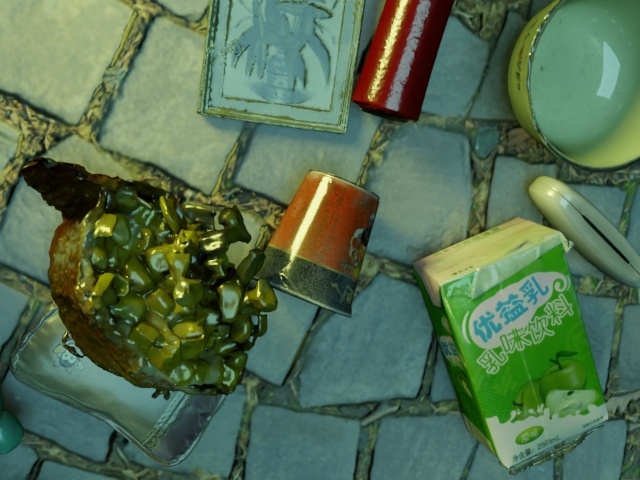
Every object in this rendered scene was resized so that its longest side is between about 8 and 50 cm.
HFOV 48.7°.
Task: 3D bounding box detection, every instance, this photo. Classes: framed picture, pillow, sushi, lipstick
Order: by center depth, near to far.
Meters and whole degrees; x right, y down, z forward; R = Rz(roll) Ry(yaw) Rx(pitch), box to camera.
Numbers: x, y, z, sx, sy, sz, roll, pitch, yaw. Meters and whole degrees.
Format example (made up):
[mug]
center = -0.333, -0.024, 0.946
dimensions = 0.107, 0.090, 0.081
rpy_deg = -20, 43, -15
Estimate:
[sushi]
center = -0.169, 0.042, 0.712
dimensions = 0.167, 0.179, 0.296
rpy_deg = -29, 101, -39
[lipstick]
center = 0.104, -0.249, 0.762
dimensions = 0.080, 0.080, 0.241
rpy_deg = 15, 98, -16
[framed picture]
center = -0.037, -0.240, 0.765
dimensions = 0.173, 0.010, 0.231
rpy_deg = 4, 101, -15
[pillow]
center = -0.219, 0.154, 0.795
dimensions = 0.232, 0.038, 0.131
rpy_deg = 37, 87, -16

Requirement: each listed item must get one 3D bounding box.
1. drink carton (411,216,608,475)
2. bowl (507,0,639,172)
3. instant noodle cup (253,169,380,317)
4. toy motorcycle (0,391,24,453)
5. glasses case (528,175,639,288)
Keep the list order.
[drink carton]
center = 0.237, 0.124, 0.860
dimensions = 0.161, 0.108, 0.271
rpy_deg = -23, 107, -7
[bowl]
center = 0.302, -0.188, 0.804
dimensions = 0.211, 0.112, 0.212
rpy_deg = -3, 103, -12
[instant noodle cup]
center = 0.002, 0.001, 0.778
dimensions = 0.127, 0.127, 0.136
rpy_deg = 23, 87, -17
[toy motorcycle]
center = -0.414, 0.183, 0.716
dimensions = 0.198, 0.109, 0.297
rpy_deg = -8, 113, -7
[glasses case]
center = 0.331, -0.009, 0.870
dimensions = 0.193, 0.074, 0.049
rpy_deg = 39, 94, -17
